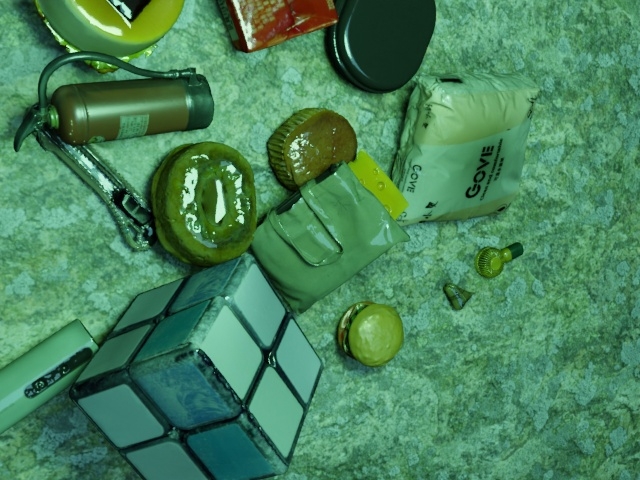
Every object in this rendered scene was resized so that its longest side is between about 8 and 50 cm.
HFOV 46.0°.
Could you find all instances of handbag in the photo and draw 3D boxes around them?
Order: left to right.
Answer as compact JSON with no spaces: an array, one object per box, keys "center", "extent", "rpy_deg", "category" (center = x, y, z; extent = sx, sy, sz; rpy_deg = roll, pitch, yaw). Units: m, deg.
[{"center":[0.001,-0.005,1.661],"extent":[0.316,0.109,0.253],"rpy_deg":[-34,113,16],"category":"handbag"},{"center":[0.136,-0.491,1.723],"extent":[0.254,0.093,0.308],"rpy_deg":[24,85,-27],"category":"handbag"}]

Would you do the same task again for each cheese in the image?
[{"center":[0.102,-0.121,1.711],"extent":[0.093,0.126,0.171],"rpy_deg":[-48,129,-16],"category":"cheese"}]

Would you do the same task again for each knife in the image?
[{"center":[-0.442,-0.124,1.492],"extent":[0.089,0.043,0.365],"rpy_deg":[-49,114,-23],"category":"knife"}]

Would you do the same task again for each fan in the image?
[{"center":[0.481,0.044,2.006],"extent":[0.155,0.039,0.082],"rpy_deg":[-24,107,-24],"category":"fan"}]

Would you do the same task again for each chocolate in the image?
[{"center":[-0.109,-0.533,1.580],"extent":[0.235,0.108,0.237],"rpy_deg":[-27,107,-22],"category":"chocolate"}]

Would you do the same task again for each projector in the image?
[{"center":[-0.577,0.285,1.438],"extent":[0.337,0.108,0.108],"rpy_deg":[-35,111,-19],"category":"projector"}]

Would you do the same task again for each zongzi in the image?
[{"center":[0.363,0.129,1.958],"extent":[0.083,0.040,0.076],"rpy_deg":[-38,106,-31],"category":"zongzi"}]

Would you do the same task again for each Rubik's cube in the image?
[{"center":[-0.220,0.260,1.445],"extent":[0.316,0.318,0.313],"rpy_deg":[59,28,-22],"category":"Rubik's cube"}]

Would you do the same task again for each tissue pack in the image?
[{"center":[0.343,-0.223,1.820],"extent":[0.390,0.195,0.375],"rpy_deg":[-10,123,-27],"category":"tissue pack"}]

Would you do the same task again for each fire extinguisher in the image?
[{"center":[-0.391,-0.275,1.425],"extent":[0.376,0.113,0.200],"rpy_deg":[-15,123,-32],"category":"fire extinguisher"}]

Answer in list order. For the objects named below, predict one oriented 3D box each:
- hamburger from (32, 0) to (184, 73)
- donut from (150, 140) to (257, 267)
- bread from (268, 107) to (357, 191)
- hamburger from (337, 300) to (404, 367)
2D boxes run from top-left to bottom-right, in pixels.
[{"center":[-0.392,-0.474,1.398],"extent":[0.276,0.179,0.294],"rpy_deg":[42,74,-28],"category":"hamburger"},{"center":[-0.235,-0.074,1.543],"extent":[0.209,0.128,0.261],"rpy_deg":[-9,91,-31],"category":"donut"},{"center":[-0.012,-0.198,1.676],"extent":[0.199,0.104,0.199],"rpy_deg":[-5,101,-29],"category":"bread"},{"center":[0.120,0.219,1.793],"extent":[0.162,0.115,0.162],"rpy_deg":[-5,100,-30],"category":"hamburger"}]
